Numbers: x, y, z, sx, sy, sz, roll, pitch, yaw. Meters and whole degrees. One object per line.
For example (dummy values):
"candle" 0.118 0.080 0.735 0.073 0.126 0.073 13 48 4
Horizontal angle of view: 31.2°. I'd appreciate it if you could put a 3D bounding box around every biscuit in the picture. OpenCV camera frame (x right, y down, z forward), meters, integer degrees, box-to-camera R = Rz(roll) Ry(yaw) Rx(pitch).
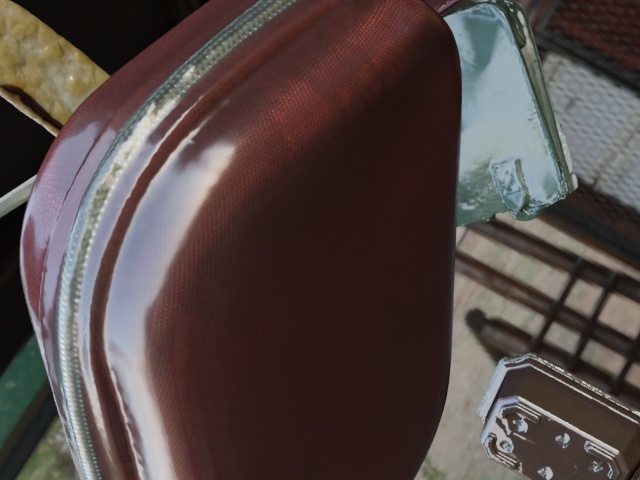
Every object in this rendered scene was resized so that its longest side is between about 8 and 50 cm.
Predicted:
"biscuit" -0.195 -0.116 0.824 0.018 0.147 0.071 -17 47 41

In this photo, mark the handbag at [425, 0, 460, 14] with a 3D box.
"handbag" 0.104 -0.389 1.221 0.260 0.275 0.084 -27 23 39

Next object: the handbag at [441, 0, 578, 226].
"handbag" 0.150 -0.133 1.357 0.247 0.260 0.079 -15 8 25

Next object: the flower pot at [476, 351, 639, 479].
"flower pot" 0.331 0.281 1.591 0.084 0.251 0.179 -40 -26 -51

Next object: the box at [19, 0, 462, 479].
"box" -0.024 0.053 0.609 0.263 0.108 0.404 -44 -33 -34

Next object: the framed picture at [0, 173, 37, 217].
"framed picture" -0.379 -0.050 1.410 0.324 0.020 0.240 -32 11 4
